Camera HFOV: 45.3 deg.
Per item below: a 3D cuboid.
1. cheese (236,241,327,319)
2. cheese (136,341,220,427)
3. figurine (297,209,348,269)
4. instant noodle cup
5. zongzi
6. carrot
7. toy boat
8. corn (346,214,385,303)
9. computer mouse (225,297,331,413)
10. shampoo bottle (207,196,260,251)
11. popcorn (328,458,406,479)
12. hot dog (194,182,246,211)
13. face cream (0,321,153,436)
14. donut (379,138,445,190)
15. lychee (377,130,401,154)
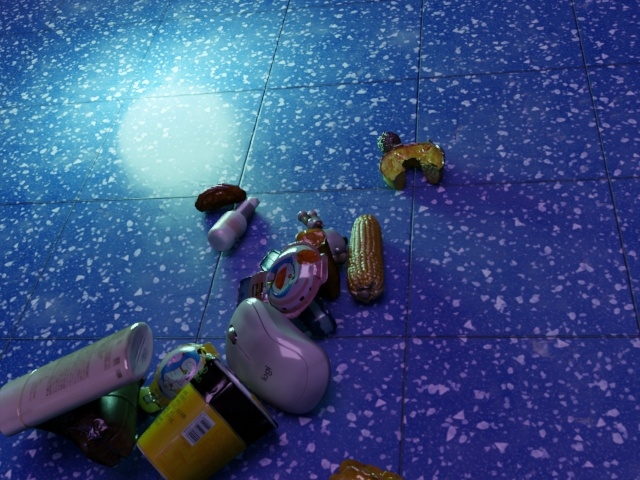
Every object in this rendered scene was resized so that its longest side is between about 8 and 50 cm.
[{"bbox_3d":[-0.090,0.099,1.753,0.286,0.074,0.188,-19,56,37],"label":"cheese"},{"bbox_3d":[-0.335,0.323,1.719,0.250,0.064,0.156,-40,49,-8],"label":"cheese"},{"bbox_3d":[0.000,0.001,1.935,0.147,0.093,0.197,-7,33,-25],"label":"figurine"},{"bbox_3d":[-0.237,0.381,1.556,0.236,0.215,0.216,-42,52,-16],"label":"instant noodle cup"},{"bbox_3d":[-0.523,0.398,1.621,0.300,0.138,0.286,-29,28,6],"label":"zongzi"},{"bbox_3d":[-0.002,0.058,1.818,0.082,0.173,0.082,-14,31,8],"label":"carrot"},{"bbox_3d":[-0.064,0.117,1.836,0.062,0.096,0.299,-35,47,-8],"label":"toy boat"},{"bbox_3d":[0.110,0.039,1.871,0.091,0.091,0.260,-7,41,10],"label":"corn"},{"bbox_3d":[-0.113,0.254,1.655,0.297,0.184,0.121,36,25,28],"label":"computer mouse"},{"bbox_3d":[-0.228,-0.050,2.045,0.074,0.074,0.192,10,41,22],"label":"shampoo bottle"},{"bbox_3d":[0.104,0.487,1.411,0.163,0.140,0.194,-33,50,-11],"label":"popcorn"},{"bbox_3d":[-0.279,-0.122,2.123,0.147,0.099,0.065,-12,90,3],"label":"hot dog"},{"bbox_3d":[-0.508,0.286,1.553,0.349,0.081,0.173,-25,26,11],"label":"face cream"},{"bbox_3d":[0.251,-0.204,2.084,0.181,0.078,0.146,-16,44,7],"label":"donut"},{"bbox_3d":[0.195,-0.277,2.168,0.067,0.068,0.083,-12,63,2],"label":"lychee"}]
